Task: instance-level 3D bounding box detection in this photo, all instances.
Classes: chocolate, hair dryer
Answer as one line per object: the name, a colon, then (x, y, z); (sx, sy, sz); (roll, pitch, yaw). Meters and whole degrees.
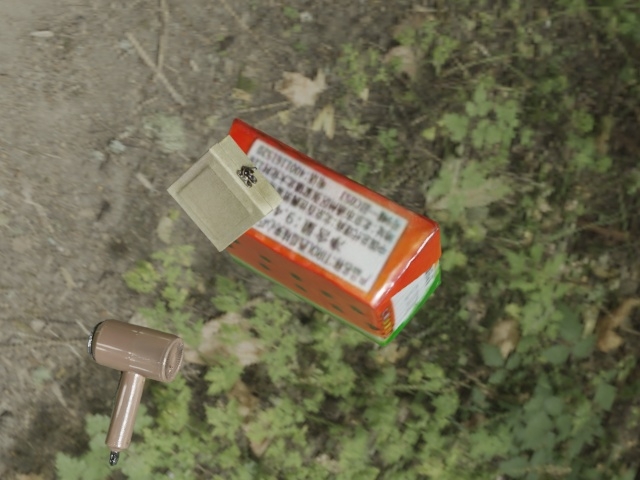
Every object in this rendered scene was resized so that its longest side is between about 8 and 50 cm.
chocolate: (0.000, 0.000, 1.725); (0.161, 0.360, 0.341); (-59, 167, -11)
hair dryer: (-0.253, 0.199, 1.431); (0.064, 0.117, 0.182); (32, 70, -74)

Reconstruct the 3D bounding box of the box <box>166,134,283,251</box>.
box: (-0.087, -0.044, 1.013); (0.079, 0.083, 0.035); (50, 42, -6)
